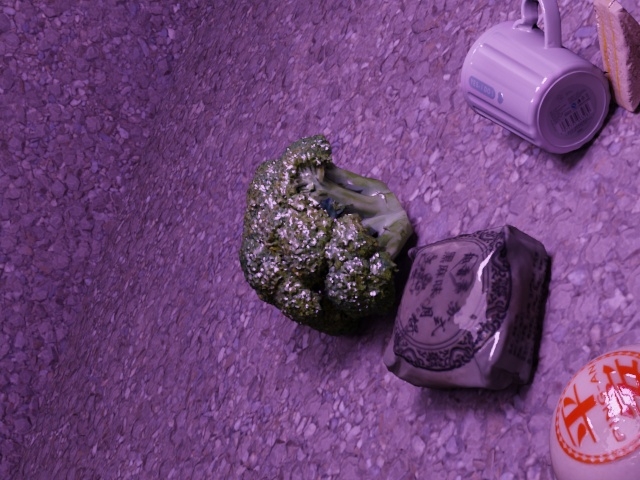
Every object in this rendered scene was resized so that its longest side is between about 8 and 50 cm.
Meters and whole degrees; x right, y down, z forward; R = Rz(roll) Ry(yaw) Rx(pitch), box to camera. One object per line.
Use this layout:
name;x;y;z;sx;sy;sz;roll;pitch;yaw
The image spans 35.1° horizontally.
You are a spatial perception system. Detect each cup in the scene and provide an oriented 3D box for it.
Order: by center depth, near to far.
cup;0.330;-0.257;1.584;0.167;0.221;0.202;-34;35;-4

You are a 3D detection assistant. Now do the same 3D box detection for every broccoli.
broccoli;-0.003;-0.008;1.838;0.310;0.321;0.413;-55;13;-2

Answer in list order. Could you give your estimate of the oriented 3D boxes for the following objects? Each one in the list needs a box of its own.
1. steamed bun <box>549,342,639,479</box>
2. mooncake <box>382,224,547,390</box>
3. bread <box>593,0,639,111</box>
steamed bun;0.360;0.215;1.174;0.232;0.145;0.232;-40;23;21
mooncake;0.213;0.104;1.551;0.250;0.136;0.254;-12;58;50
bread;0.435;-0.277;1.492;0.105;0.152;0.077;-51;31;12
